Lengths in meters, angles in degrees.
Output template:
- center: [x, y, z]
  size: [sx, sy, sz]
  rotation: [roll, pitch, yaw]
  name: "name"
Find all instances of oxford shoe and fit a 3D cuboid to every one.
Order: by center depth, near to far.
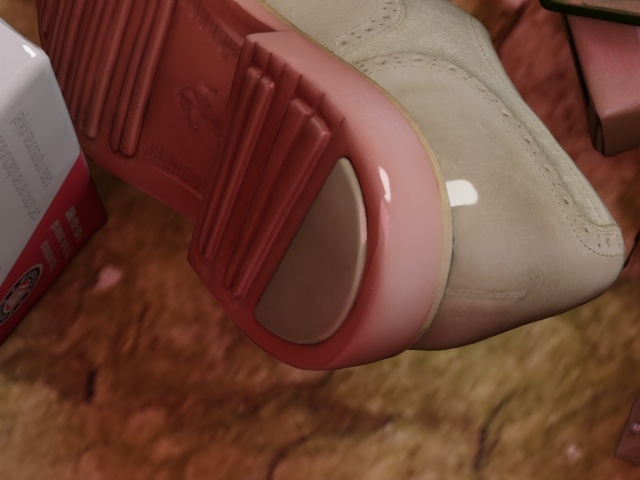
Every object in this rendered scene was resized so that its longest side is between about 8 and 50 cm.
- center: [-0.017, -0.078, 0.874]
  size: [0.397, 0.147, 0.140]
  rotation: [56, 134, 42]
  name: "oxford shoe"

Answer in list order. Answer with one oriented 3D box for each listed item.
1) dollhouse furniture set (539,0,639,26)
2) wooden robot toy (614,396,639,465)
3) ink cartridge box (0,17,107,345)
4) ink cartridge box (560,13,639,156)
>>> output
- center: [0.143, -0.037, 0.761]
  size: [0.151, 0.197, 0.301]
  rotation: [13, 89, 7]
  name: "dollhouse furniture set"
- center: [0.217, 0.082, 0.878]
  size: [0.173, 0.079, 0.076]
  rotation: [-4, 81, 8]
  name: "wooden robot toy"
- center: [-0.277, 0.062, 0.821]
  size: [0.160, 0.279, 0.384]
  rotation: [38, 79, 6]
  name: "ink cartridge box"
- center: [0.215, -0.165, 0.909]
  size: [0.235, 0.088, 0.193]
  rotation: [-16, 79, 6]
  name: "ink cartridge box"
